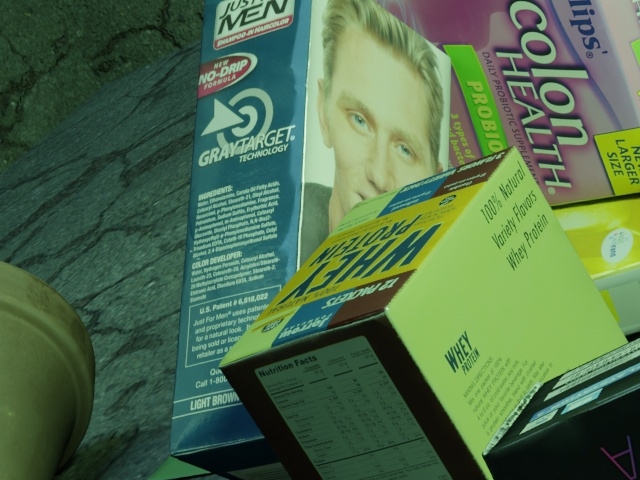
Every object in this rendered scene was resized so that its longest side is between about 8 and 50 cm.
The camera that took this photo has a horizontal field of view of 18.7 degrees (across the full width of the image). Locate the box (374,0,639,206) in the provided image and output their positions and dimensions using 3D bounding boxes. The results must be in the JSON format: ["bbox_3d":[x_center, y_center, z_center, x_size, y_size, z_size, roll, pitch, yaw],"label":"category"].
[{"bbox_3d":[0.143,-0.140,1.492,0.243,0.213,0.117,-8,24,34],"label":"box"}]

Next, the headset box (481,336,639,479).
[{"bbox_3d":[0.229,0.133,0.632,0.246,0.283,0.131,-26,0,17],"label":"headset box"}]

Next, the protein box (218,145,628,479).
[{"bbox_3d":[0.080,0.088,1.201,0.136,0.201,0.200,-20,19,38],"label":"protein box"}]

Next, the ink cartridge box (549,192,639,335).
[{"bbox_3d":[0.125,0.016,1.522,0.307,0.072,0.303,-16,22,16],"label":"ink cartridge box"}]

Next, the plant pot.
[{"bbox_3d":[-0.326,0.180,1.712,0.263,0.263,0.229,-29,33,11],"label":"plant pot"}]

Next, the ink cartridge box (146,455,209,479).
[{"bbox_3d":[-0.043,0.110,1.673,0.171,0.056,0.235,-16,19,45],"label":"ink cartridge box"}]

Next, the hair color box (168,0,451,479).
[{"bbox_3d":[0.000,0.000,1.342,0.105,0.174,0.347,-15,61,34],"label":"hair color box"}]
